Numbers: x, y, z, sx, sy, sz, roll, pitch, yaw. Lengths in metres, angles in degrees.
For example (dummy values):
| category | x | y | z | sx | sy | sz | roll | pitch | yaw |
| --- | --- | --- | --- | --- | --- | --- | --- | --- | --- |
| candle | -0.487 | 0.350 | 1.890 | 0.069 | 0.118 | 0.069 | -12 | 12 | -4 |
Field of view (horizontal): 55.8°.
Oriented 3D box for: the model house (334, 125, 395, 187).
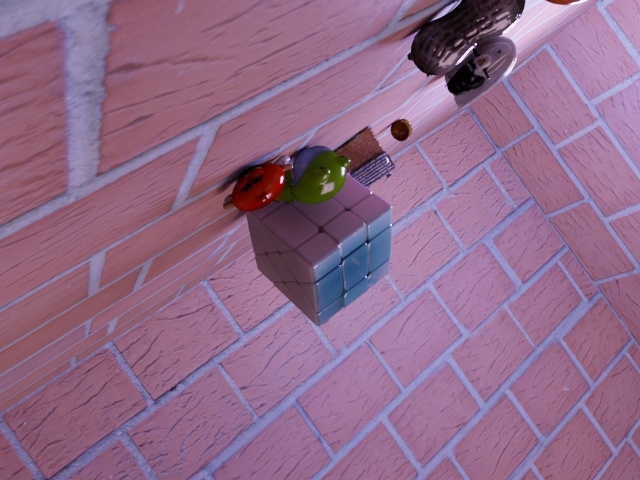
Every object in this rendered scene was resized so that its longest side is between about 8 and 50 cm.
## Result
| category | x | y | z | sx | sy | sz | roll | pitch | yaw |
| --- | --- | --- | --- | --- | --- | --- | --- | --- | --- |
| model house | 0.151 | -0.257 | 2.000 | 0.166 | 0.172 | 0.183 | -37 | 179 | 11 |

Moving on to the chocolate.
| category | x | y | z | sx | sy | sz | roll | pitch | yaw |
| --- | --- | --- | --- | --- | --- | --- | --- | --- | --- |
| chocolate | 0.281 | -0.408 | 1.155 | 0.248 | 0.110 | 0.110 | -35 | 179 | 15 |

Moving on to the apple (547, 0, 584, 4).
| category | x | y | z | sx | sy | sz | roll | pitch | yaw |
| --- | --- | --- | --- | --- | --- | --- | --- | --- | --- |
| apple | 0.445 | -0.494 | 1.045 | 0.139 | 0.163 | 0.163 | -22 | 173 | -27 |

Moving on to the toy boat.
| category | x | y | z | sx | sy | sz | roll | pitch | yaw |
| --- | --- | --- | --- | --- | --- | --- | --- | --- | --- |
| toy boat | 0.483 | -0.524 | 1.875 | 0.141 | 0.141 | 0.269 | -35 | 177 | -24 |

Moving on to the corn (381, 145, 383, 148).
| category | x | y | z | sx | sy | sz | roll | pitch | yaw |
| --- | --- | --- | --- | --- | --- | --- | --- | --- | --- |
| corn | 0.181 | -0.325 | 2.255 | 0.101 | 0.101 | 0.291 | -36 | -177 | 20 |

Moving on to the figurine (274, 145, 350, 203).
| category | x | y | z | sx | sy | sz | roll | pitch | yaw |
| --- | --- | --- | --- | --- | --- | --- | --- | --- | --- |
| figurine | -0.035 | -0.162 | 1.610 | 0.162 | 0.143 | 0.263 | -27 | -175 | -39 |

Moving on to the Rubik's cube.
| category | x | y | z | sx | sy | sz | roll | pitch | yaw |
| --- | --- | --- | --- | --- | --- | --- | --- | --- | --- |
| Rubik's cube | 0.000 | 0.000 | 1.827 | 0.316 | 0.319 | 0.322 | -35 | 145 | -24 |

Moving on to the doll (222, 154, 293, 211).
| category | x | y | z | sx | sy | sz | roll | pitch | yaw |
| --- | --- | --- | --- | --- | --- | --- | --- | --- | --- |
| doll | -0.143 | -0.121 | 1.341 | 0.183 | 0.085 | 0.217 | -33 | -163 | 13 |

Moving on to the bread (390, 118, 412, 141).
| category | x | y | z | sx | sy | sz | roll | pitch | yaw |
| --- | --- | --- | --- | --- | --- | --- | --- | --- | --- |
| bread | 0.303 | -0.413 | 2.272 | 0.053 | 0.085 | 0.085 | -43 | -176 | -41 |
